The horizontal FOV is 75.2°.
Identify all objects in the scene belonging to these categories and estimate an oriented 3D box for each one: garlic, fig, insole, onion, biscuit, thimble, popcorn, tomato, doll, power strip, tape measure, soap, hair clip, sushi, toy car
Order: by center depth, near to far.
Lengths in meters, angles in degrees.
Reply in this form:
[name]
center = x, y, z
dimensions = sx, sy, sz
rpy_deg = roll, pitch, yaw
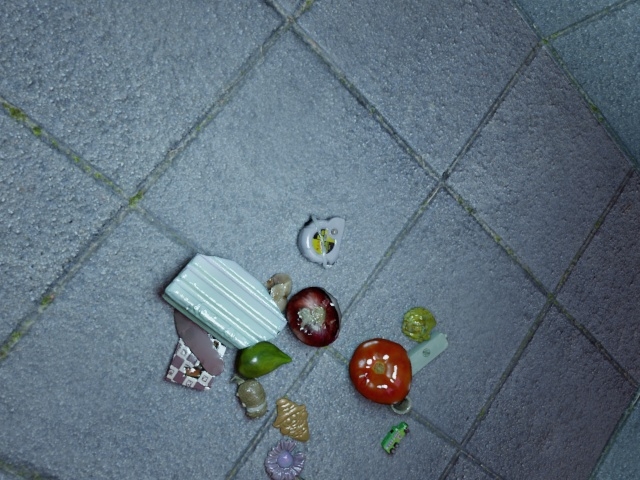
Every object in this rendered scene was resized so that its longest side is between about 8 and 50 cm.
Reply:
[soap]
center = -0.355, 0.247, 1.626
dimensions = 0.446, 0.156, 0.261
rpy_deg = 39, 57, -8
[insole]
center = -0.489, 0.398, 1.671
dimensions = 0.111, 0.007, 0.328
rpy_deg = -31, 89, -15
[sushi]
center = -0.487, 0.451, 1.691
dimensions = 0.192, 0.043, 0.280
rpy_deg = 20, 72, -13
[fig]
center = -0.246, 0.479, 1.728
dimensions = 0.233, 0.167, 0.167
rpy_deg = -20, 100, -35
[doll]
center = -0.292, 0.642, 1.747
dimensions = 0.114, 0.105, 0.221
rpy_deg = -25, 95, 25
[garlic]
center = -0.182, 0.227, 1.775
dimensions = 0.124, 0.099, 0.175
rpy_deg = 9, 94, -39
[onion]
center = -0.041, 0.336, 1.798
dimensions = 0.271, 0.195, 0.272
rpy_deg = 24, 50, -32
[tape measure]
center = 0.000, 0.000, 1.807
dimensions = 0.197, 0.120, 0.237
rpy_deg = 13, 83, -26
[hair clip]
center = -0.123, 1.029, 1.846
dimensions = 0.172, 0.069, 0.301
rpy_deg = -34, 103, -15
[biscuit]
center = -0.122, 0.807, 1.858
dimensions = 0.162, 0.035, 0.250
rpy_deg = -34, 105, -11
[tomato]
center = 0.279, 0.590, 1.872
dimensions = 0.298, 0.298, 0.226
rpy_deg = -43, 146, -13
[thimble]
center = 0.375, 0.778, 2.003
dimensions = 0.115, 0.090, 0.102
rpy_deg = -16, 99, -19
[popcorn]
center = 0.474, 0.408, 2.003
dimensions = 0.173, 0.142, 0.174
rpy_deg = 9, 77, -42
[toy car]
center = 0.363, 0.953, 2.021
dimensions = 0.062, 0.071, 0.165
rpy_deg = 41, 79, -3
[power strip]
center = 0.479, 0.576, 2.045
dimensions = 0.385, 0.062, 0.091
rpy_deg = -33, 103, -15

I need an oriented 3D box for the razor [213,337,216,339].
[razor]
center = -0.411, 0.309, 1.708
dimensions = 0.066, 0.033, 0.190
rpy_deg = -8, 80, 18
